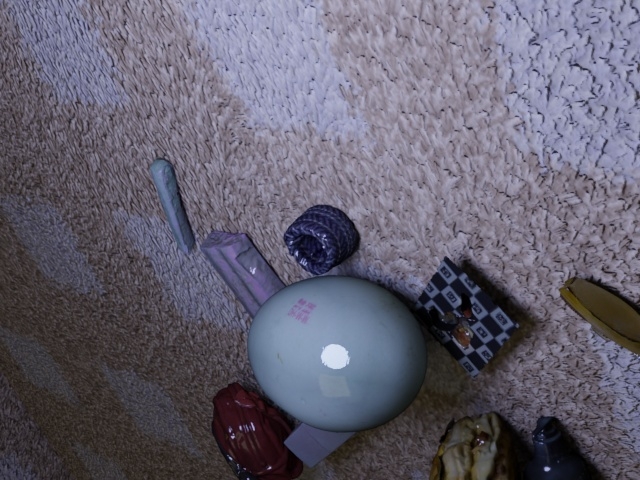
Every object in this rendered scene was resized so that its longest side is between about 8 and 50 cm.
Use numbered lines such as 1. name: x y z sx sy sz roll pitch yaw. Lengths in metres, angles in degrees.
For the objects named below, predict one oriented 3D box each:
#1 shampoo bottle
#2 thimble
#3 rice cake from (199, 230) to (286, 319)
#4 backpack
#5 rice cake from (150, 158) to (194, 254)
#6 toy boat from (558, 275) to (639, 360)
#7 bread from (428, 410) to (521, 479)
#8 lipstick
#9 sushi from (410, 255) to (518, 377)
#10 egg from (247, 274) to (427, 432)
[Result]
1. shampoo bottle: 0.354 0.388 1.733 0.101 0.101 0.284 3 113 49
2. thimble: 0.002 0.001 1.748 0.104 0.066 0.095 3 128 49
3. rice cake: -0.088 0.109 2.007 0.106 0.050 0.298 -9 120 54
4. backpack: -0.130 0.372 2.287 0.229 0.138 0.229 59 176 7
5. rice cake: -0.250 -0.055 2.021 0.033 0.033 0.208 23 144 31
6. toy boat: 0.357 0.097 1.450 0.149 0.047 0.049 38 163 17
7. bread: 0.230 0.453 1.749 0.167 0.277 0.325 -12 109 13
8. lipstick: 0.033 0.308 2.078 0.079 0.076 0.371 42 150 4
9. sushi: 0.206 0.100 1.652 0.139 0.031 0.201 46 153 12
10. egg: 0.014 0.166 1.771 0.230 0.230 0.371 56 157 -19
